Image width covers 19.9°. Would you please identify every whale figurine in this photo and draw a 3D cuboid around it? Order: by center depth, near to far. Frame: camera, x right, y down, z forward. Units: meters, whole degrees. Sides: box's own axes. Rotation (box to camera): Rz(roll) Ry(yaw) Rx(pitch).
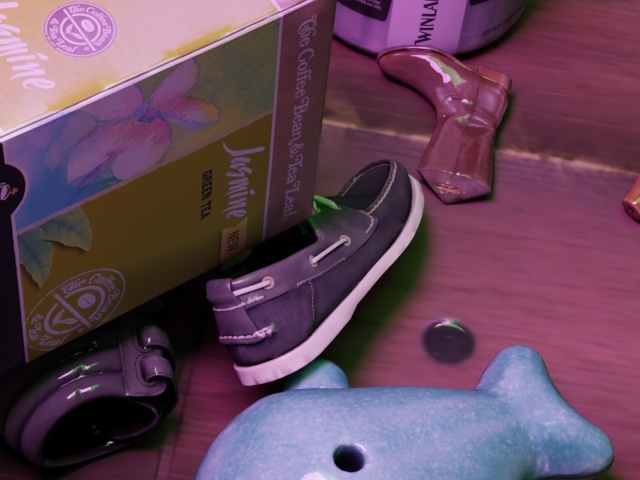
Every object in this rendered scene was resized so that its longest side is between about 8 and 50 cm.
[{"bbox_3d":[0.051,0.141,1.090,0.272,0.141,0.216,-25,60,-21],"label":"whale figurine"}]

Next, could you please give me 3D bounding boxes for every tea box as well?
[{"bbox_3d":[-0.213,-0.120,1.070,0.323,0.220,0.329,-27,60,-21],"label":"tea box"}]

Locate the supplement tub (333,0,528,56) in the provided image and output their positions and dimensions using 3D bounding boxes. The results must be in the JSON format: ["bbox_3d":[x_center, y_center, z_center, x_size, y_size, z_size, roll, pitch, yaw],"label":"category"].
[{"bbox_3d":[0.082,-0.294,1.300,0.194,0.316,0.193,2,55,-3],"label":"supplement tub"}]

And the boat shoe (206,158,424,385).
[{"bbox_3d":[0.000,0.000,1.191,0.079,0.084,0.233,58,38,-14],"label":"boat shoe"}]

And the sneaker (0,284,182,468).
[{"bbox_3d":[-0.109,0.038,1.179,0.296,0.104,0.147,-34,66,-19],"label":"sneaker"}]

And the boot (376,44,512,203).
[{"bbox_3d":[0.081,-0.083,1.324,0.106,0.037,0.114,13,59,7],"label":"boot"}]

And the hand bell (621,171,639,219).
[{"bbox_3d":[0.309,-0.096,1.330,0.242,0.126,0.126,-39,66,-14],"label":"hand bell"}]
